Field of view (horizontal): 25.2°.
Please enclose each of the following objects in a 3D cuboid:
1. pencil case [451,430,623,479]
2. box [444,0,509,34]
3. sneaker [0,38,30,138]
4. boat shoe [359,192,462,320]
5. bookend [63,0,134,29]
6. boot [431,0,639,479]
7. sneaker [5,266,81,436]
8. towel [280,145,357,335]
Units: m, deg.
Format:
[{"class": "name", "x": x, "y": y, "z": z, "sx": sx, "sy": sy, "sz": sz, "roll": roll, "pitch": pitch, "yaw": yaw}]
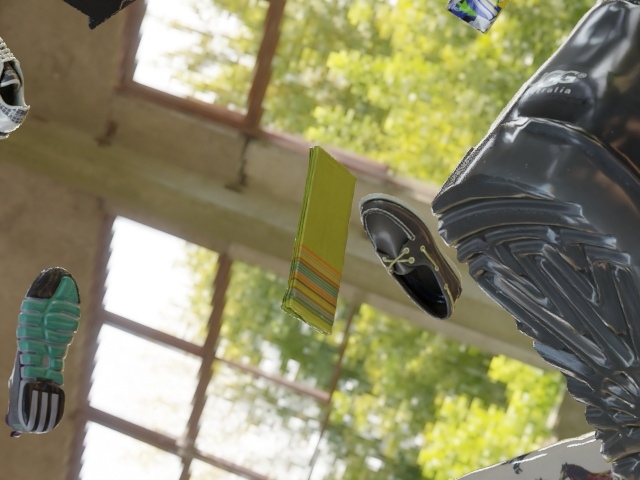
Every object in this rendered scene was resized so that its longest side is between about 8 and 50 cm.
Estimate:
[{"class": "pencil case", "x": 0.231, "y": 0.310, "z": 1.471, "sx": 0.160, "sy": 0.410, "sz": 0.184, "roll": 36, "pitch": -140, "yaw": -45}, {"class": "box", "x": 0.188, "y": -0.285, "z": 1.436, "sx": 0.059, "sy": 0.054, "sz": 0.169, "roll": -57, "pitch": 1, "yaw": -33}, {"class": "sneaker", "x": -0.523, "y": -0.283, "z": 2.286, "sx": 0.090, "sy": 0.235, "sz": 0.095, "roll": -11, "pitch": -16, "yaw": -45}, {"class": "boat shoe", "x": 0.129, "y": 0.024, "z": 2.044, "sx": 0.228, "sy": 0.081, "sz": 0.069, "roll": 47, "pitch": -142, "yaw": -32}, {"class": "bookend", "x": -0.267, "y": -0.342, "z": 1.662, "sx": 0.156, "sy": 0.157, "sz": 0.072, "roll": 28, "pitch": -138, "yaw": -46}, {"class": "boot", "x": 0.293, "y": -0.068, "z": 0.793, "sx": 0.367, "sy": 0.146, "sz": 0.445, "roll": 52, "pitch": -120, "yaw": -29}, {"class": "sneaker", "x": -0.378, "y": 0.146, "z": 1.880, "sx": 0.098, "sy": 0.083, "sz": 0.224, "roll": -22, "pitch": 54, "yaw": 50}, {"class": "towel", "x": 0.000, "y": 0.000, "z": 1.880, "sx": 0.102, "sy": 0.021, "sz": 0.237, "roll": 39, "pitch": -128, "yaw": -46}]
